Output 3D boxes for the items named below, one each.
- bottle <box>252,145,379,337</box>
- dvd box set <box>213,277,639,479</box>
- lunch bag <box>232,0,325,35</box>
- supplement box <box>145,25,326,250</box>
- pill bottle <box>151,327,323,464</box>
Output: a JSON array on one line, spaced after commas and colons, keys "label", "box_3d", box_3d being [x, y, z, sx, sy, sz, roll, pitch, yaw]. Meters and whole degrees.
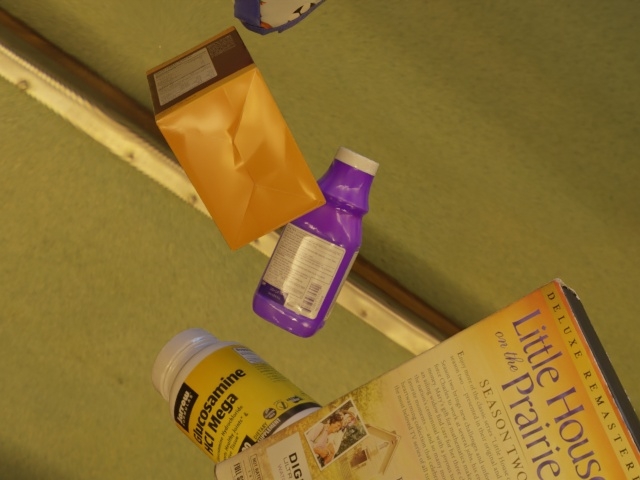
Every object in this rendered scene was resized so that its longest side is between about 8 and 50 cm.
[{"label": "bottle", "box_3d": [0.000, 0.000, 1.442, 0.118, 0.092, 0.283, 25, 96, 13]}, {"label": "dvd box set", "box_3d": [0.105, 0.265, 0.884, 0.420, 0.308, 0.062, -33, 147, 21]}, {"label": "lunch bag", "box_3d": [-0.022, -0.489, 1.186, 0.238, 0.328, 0.386, 17, 68, 7]}, {"label": "supplement box", "box_3d": [-0.107, -0.129, 1.180, 0.129, 0.194, 0.191, -27, 120, 1]}, {"label": "pill bottle", "box_3d": [-0.138, 0.292, 1.654, 0.188, 0.334, 0.188, -29, 135, -33]}]
